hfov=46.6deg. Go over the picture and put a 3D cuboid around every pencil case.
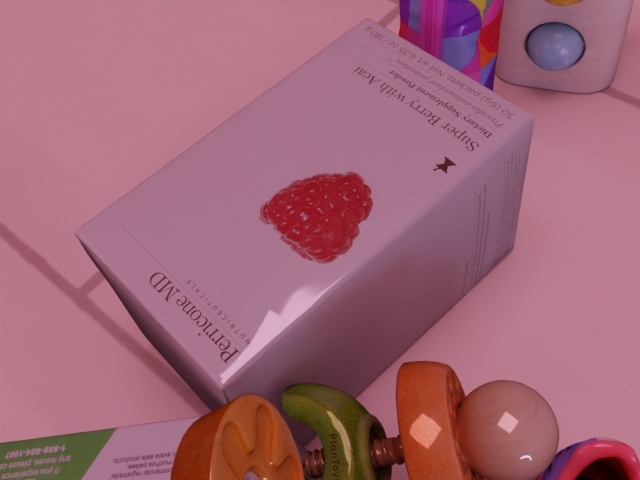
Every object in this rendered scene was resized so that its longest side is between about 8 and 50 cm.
[{"bbox_3d":[0.114,-0.176,0.665,0.104,0.236,0.104,-2,47,3],"label":"pencil case"}]

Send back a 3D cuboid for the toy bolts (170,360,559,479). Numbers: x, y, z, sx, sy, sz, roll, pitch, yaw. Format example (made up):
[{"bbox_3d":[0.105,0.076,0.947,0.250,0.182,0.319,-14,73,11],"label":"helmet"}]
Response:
[{"bbox_3d":[0.050,0.171,0.380,0.158,0.218,0.229,-14,72,19],"label":"toy bolts"}]

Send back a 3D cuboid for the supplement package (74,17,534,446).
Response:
[{"bbox_3d":[0.000,0.000,0.586,0.293,0.175,0.177,-40,60,-18],"label":"supplement package"}]

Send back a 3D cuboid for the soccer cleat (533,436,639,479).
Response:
[{"bbox_3d":[0.157,0.269,0.409,0.108,0.116,0.318,2,55,10],"label":"soccer cleat"}]

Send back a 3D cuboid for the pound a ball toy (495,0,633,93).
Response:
[{"bbox_3d":[0.265,-0.274,0.649,0.208,0.319,0.136,13,58,17],"label":"pound a ball toy"}]

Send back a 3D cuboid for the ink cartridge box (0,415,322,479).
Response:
[{"bbox_3d":[-0.114,0.266,0.433,0.211,0.121,0.289,-10,54,16],"label":"ink cartridge box"}]
